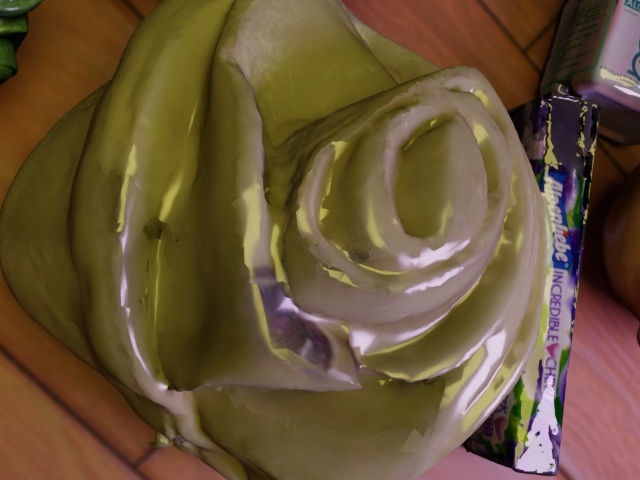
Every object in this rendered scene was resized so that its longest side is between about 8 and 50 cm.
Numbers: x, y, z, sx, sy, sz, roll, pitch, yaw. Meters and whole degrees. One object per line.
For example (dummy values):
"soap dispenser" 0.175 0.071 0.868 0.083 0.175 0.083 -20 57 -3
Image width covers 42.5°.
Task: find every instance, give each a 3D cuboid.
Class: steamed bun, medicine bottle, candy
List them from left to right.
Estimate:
"steamed bun" 0.000 0.000 0.555 0.367 0.255 0.342 45 71 -11
"candy" 0.175 0.035 0.694 0.061 0.088 0.312 10 82 -13
"medicine bottle" 0.287 -0.195 0.748 0.119 0.094 0.187 22 79 -16

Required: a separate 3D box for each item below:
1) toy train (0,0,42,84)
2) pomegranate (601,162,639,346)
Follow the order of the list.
"toy train" -0.290 -0.234 0.539 0.177 0.116 0.285 -14 90 -32
"pomegranate" 0.341 0.004 0.700 0.209 0.209 0.209 2 85 -18
